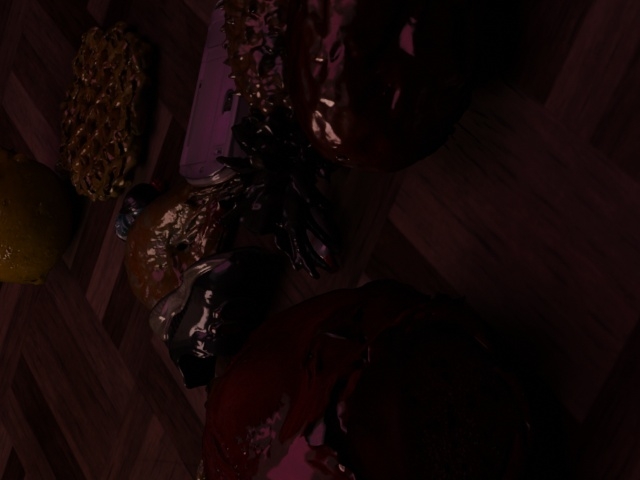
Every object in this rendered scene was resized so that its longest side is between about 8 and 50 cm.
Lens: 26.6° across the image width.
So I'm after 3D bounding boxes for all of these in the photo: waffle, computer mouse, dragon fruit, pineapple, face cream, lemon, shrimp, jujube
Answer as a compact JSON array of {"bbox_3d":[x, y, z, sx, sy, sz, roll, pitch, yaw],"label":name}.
[{"bbox_3d":[-0.302,-0.179,1.883,0.245,0.052,0.254,15,98,56],"label":"waffle"},{"bbox_3d":[-0.100,-0.176,1.575,0.126,0.056,0.245,-7,67,48],"label":"computer mouse"},{"bbox_3d":[0.038,0.181,1.175,0.301,0.295,0.296,151,118,-72],"label":"dragon fruit"},{"bbox_3d":[-0.026,-0.132,1.408,0.169,0.169,0.341,5,96,55],"label":"pineapple"},{"bbox_3d":[0.000,0.000,1.462,0.040,0.021,0.083,-51,48,36],"label":"face cream"},{"bbox_3d":[-0.447,-0.034,1.969,0.173,0.173,0.206,28,122,52],"label":"lemon"},{"bbox_3d":[-0.160,-0.006,1.664,0.294,0.062,0.154,-46,64,46],"label":"shrimp"},{"bbox_3d":[0.064,-0.208,1.252,0.197,0.197,0.290,7,86,55],"label":"jujube"}]

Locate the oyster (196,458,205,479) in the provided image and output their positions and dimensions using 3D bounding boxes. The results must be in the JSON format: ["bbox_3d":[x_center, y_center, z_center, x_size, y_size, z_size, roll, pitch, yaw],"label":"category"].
[{"bbox_3d":[-0.124,0.299,1.604,0.146,0.045,0.122,-56,31,35],"label":"oyster"}]

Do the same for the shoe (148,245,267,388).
[{"bbox_3d":[-0.118,0.090,1.569,0.227,0.099,0.112,-41,62,50],"label":"shoe"}]

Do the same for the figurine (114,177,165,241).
[{"bbox_3d":[-0.241,-0.039,1.791,0.047,0.060,0.106,46,142,3],"label":"figurine"}]
